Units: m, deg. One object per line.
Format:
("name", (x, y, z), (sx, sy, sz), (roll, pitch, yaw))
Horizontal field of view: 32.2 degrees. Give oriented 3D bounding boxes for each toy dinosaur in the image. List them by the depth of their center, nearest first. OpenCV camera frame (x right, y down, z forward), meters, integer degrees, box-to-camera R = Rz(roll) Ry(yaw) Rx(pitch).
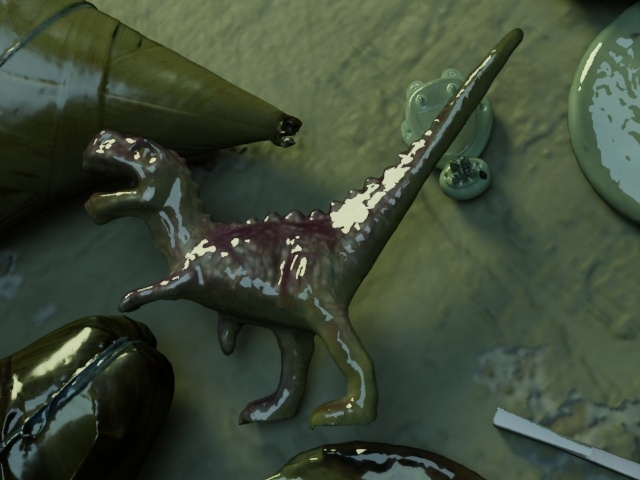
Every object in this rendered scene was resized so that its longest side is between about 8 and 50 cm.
("toy dinosaur", (-0.002, 0.000, 0.599), (0.251, 0.072, 0.199), (-11, 83, 15))

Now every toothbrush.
("toothbrush", (0.179, 0.127, 0.564), (0.194, 0.014, 0.017), (23, 81, 20))

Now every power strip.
("power strip", (0.075, -0.064, 0.642), (0.055, 0.035, 0.083), (-18, 67, 9))

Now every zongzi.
("zongzi", (-0.145, 0.180, 0.590), (0.221, 0.112, 0.242), (-32, 76, 3))
("zongzi", (-0.168, -0.037, 0.676), (0.256, 0.115, 0.228), (29, 91, 5))

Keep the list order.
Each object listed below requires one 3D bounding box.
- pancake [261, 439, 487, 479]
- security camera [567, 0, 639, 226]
("pancake", (0.001, 0.249, 0.568), (0.286, 0.033, 0.288), (-7, 71, 15))
("security camera", (0.198, -0.145, 0.614), (0.157, 0.080, 0.301), (-15, 73, 10))
